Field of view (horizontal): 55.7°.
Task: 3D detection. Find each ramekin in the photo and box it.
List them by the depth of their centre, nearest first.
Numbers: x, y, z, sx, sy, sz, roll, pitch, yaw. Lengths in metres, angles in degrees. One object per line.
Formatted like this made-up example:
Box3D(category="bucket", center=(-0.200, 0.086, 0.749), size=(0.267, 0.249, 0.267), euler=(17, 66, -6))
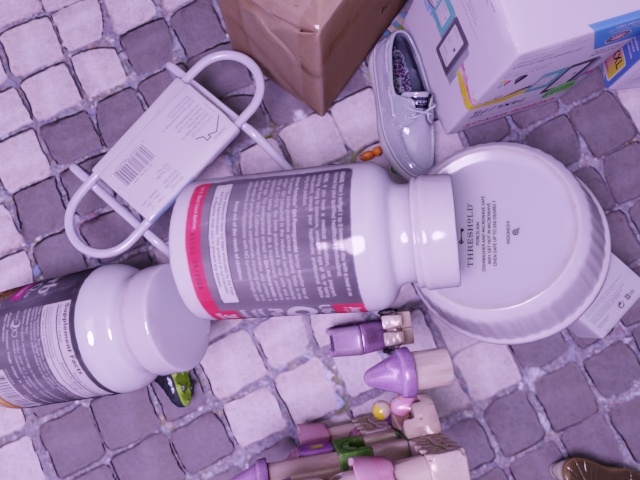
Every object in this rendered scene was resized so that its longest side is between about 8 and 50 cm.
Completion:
Box3D(category="ramekin", center=(0.231, -0.003, 0.792), size=(0.272, 0.127, 0.273), euler=(-7, 74, 24))

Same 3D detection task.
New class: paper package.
Box3D(category="paper package", center=(0.024, -0.377, 0.807), size=(0.168, 0.309, 0.325), euler=(35, 84, 5))

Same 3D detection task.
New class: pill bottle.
Box3D(category="pill bottle", center=(0.000, 0.000, 0.720), size=(0.318, 0.176, 0.177), euler=(-5, 81, 13))
Box3D(category="pill bottle", center=(-0.291, 0.118, 0.767), size=(0.278, 0.162, 0.162), euler=(-13, 81, 20))

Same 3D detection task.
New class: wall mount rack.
Box3D(category="wall mount rack", center=(-0.169, -0.079, 0.861), size=(0.304, 0.130, 0.350), euler=(40, 84, 9))

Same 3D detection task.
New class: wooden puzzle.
Box3D(category="wooden puzzle", center=(0.132, -0.326, 0.951), size=(0.049, 0.006, 0.083), euler=(45, 84, 6))

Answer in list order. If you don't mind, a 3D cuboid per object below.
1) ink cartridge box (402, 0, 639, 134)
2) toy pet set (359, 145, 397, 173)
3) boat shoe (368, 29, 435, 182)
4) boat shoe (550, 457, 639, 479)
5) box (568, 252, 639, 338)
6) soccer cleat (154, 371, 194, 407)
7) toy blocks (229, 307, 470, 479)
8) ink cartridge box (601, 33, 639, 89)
Box3D(category="ink cartridge box", center=(0.259, -0.298, 0.807), size=(0.198, 0.270, 0.197), euler=(-18, 83, -8))
Box3D(category="toy pet set", center=(0.073, -0.079, 0.885), size=(0.114, 0.065, 0.122), euler=(-15, 81, -2))
Box3D(category="boat shoe", center=(0.126, -0.198, 0.887), size=(0.079, 0.081, 0.228), euler=(-10, 81, -20))
Box3D(category="boat shoe", center=(0.397, 0.341, 0.838), size=(0.152, 0.048, 0.056), euler=(18, 70, -4))
Box3D(category="box", center=(0.373, 0.069, 0.851), size=(0.102, 0.087, 0.101), euler=(43, 85, 5))
Box3D(category="soccer cleat", center=(-0.239, 0.160, 0.859), size=(0.072, 0.060, 0.179), euler=(-30, 76, 5))
Box3D(category="toy blocks", center=(0.011, 0.253, 0.723), size=(0.259, 0.288, 0.309), euler=(-7, 85, -6))
Box3D(category="ink cartridge box", center=(0.566, -0.348, 0.757), size=(0.269, 0.395, 0.151), euler=(-7, 82, -1))
